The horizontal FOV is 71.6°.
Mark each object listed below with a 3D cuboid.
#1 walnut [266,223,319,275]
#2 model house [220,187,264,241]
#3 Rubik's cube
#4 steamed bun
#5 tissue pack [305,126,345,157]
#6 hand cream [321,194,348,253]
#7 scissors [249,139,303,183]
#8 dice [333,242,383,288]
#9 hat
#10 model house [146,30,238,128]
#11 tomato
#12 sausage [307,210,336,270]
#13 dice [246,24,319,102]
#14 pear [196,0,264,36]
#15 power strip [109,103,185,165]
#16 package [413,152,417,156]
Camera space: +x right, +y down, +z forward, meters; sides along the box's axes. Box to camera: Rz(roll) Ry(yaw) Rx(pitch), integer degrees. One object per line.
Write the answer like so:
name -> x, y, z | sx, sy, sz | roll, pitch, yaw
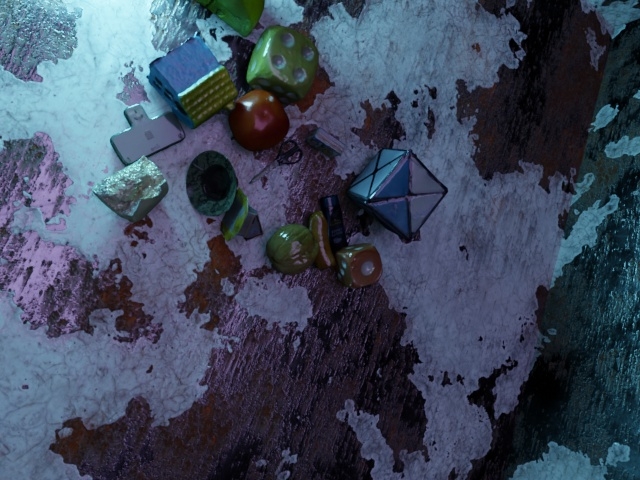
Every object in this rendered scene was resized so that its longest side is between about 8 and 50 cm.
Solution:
walnut -> -0.116, 0.037, 1.905 | 0.227, 0.228, 0.228 | 0, 90, -27
model house -> -0.292, -0.083, 1.793 | 0.135, 0.219, 0.208 | 18, 102, -34
Rubik's cube -> 0.348, -0.216, 2.047 | 0.307, 0.310, 0.305 | 40, 89, -21
steamed bun -> -0.671, -0.187, 1.620 | 0.226, 0.170, 0.200 | -50, 135, -18
tissue pack -> 0.022, -0.442, 2.018 | 0.155, 0.115, 0.065 | 27, 79, -23
hand cream -> 0.062, -0.076, 2.080 | 0.120, 0.061, 0.271 | -17, 106, -30
scissors -> -0.200, -0.336, 1.958 | 0.300, 0.022, 0.109 | -41, 104, -20
dice -> 0.171, 0.111, 2.059 | 0.174, 0.179, 0.174 | -18, 105, -21
hat -> -0.407, -0.235, 1.786 | 0.128, 0.265, 0.266 | -33, 108, -61
model house -> -0.476, -0.593, 1.696 | 0.237, 0.215, 0.303 | -44, 105, -19
tomato -> -0.255, -0.500, 1.842 | 0.259, 0.180, 0.260 | 1, 87, -26
sausage -> 0.000, 0.000, 2.016 | 0.108, 0.108, 0.271 | -12, 96, -26
dice -> -0.159, -0.733, 1.865 | 0.238, 0.226, 0.234 | 16, 86, -27
pear -> -0.350, -1.011, 1.722 | 0.342, 0.318, 0.239 | 29, 82, -26
power strip -> -0.673, -0.421, 1.694 | 0.264, 0.059, 0.194 | -33, 109, -23
package -> 0.434, -0.314, 2.261 | 0.193, 0.071, 0.270 | -17, 111, -23
